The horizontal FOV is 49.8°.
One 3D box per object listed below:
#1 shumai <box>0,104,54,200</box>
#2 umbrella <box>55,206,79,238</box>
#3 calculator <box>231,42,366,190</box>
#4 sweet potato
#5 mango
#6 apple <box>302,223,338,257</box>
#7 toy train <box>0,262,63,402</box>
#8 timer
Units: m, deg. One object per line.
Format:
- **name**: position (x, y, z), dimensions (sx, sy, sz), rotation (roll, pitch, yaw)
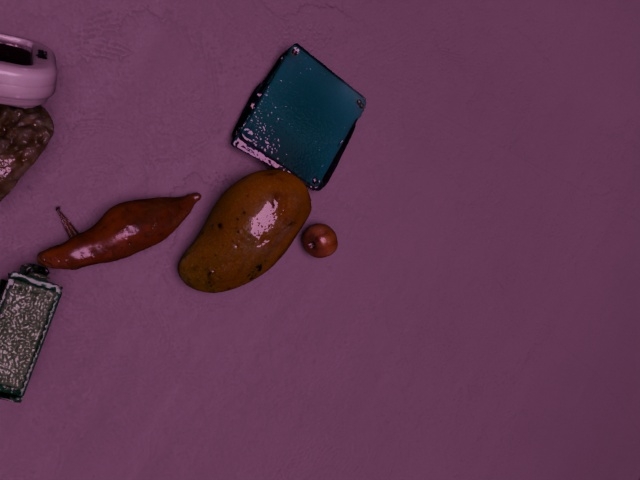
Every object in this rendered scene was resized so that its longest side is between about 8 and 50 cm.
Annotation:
- **shumai**: position (-0.632, -0.186, 1.243), dimensions (0.218, 0.189, 0.256), rotation (42, 71, -24)
- **umbrella**: position (-0.514, -0.032, 1.402), dimensions (0.020, 0.031, 0.083), rotation (-20, 103, 10)
- **calculator**: position (-0.045, -0.277, 1.582), dimensions (0.248, 0.058, 0.274), rotation (30, 82, -25)
- **sweet potato**: position (-0.391, -0.024, 1.407), dimensions (0.359, 0.112, 0.112), rotation (-29, 107, -32)
- **mango**: position (-0.158, -0.014, 1.499), dimensions (0.176, 0.175, 0.329), rotation (31, 78, 21)
- **apple**: position (0.000, 0.000, 1.619), dimensions (0.071, 0.084, 0.084), rotation (-35, 111, -47)
- **toy train**: position (-0.590, 0.175, 1.314), dimensions (0.115, 0.154, 0.269), rotation (21, 86, -23)
- **timer**: position (-0.593, -0.308, 1.215), dimensions (0.237, 0.262, 0.087), rotation (7, 114, -26)
